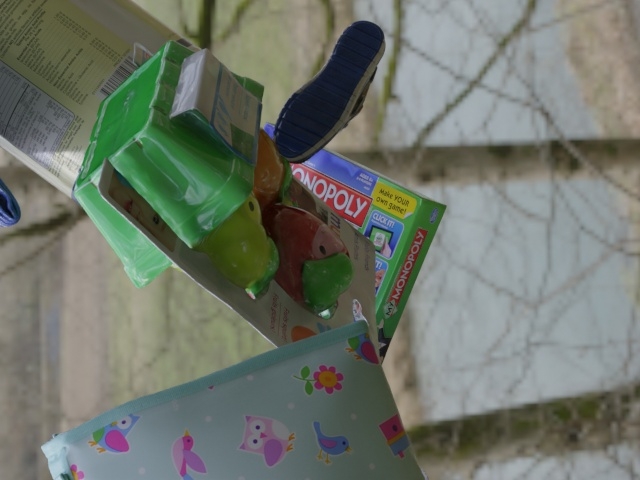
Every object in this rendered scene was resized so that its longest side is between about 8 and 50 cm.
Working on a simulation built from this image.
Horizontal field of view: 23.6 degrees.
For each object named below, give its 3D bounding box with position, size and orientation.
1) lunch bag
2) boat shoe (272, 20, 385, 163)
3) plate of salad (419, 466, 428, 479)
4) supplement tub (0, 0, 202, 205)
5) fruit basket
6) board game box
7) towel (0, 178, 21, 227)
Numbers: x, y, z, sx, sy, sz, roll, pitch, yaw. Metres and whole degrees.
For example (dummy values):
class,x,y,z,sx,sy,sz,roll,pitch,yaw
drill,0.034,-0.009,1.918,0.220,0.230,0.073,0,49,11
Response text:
class,x,y,z,sx,sy,sz,roll,pitch,yaw
lunch bag,-0.058,0.210,1.165,0.223,0.262,0.160,67,157,11
boat shoe,0.016,-0.148,1.649,0.183,0.066,0.066,-53,-19,-16
plate of salad,0.056,0.356,1.939,0.048,0.200,0.200,56,-178,-15
supplement tub,-0.314,-0.207,1.801,0.235,0.325,0.235,-54,-2,-2
fruit basket,-0.058,-0.024,1.485,0.165,0.353,0.327,-45,20,25
board game box,0.000,0.000,1.889,0.317,0.046,0.214,29,101,47
towel,-0.427,-0.117,1.643,0.243,0.040,0.336,54,164,-15
